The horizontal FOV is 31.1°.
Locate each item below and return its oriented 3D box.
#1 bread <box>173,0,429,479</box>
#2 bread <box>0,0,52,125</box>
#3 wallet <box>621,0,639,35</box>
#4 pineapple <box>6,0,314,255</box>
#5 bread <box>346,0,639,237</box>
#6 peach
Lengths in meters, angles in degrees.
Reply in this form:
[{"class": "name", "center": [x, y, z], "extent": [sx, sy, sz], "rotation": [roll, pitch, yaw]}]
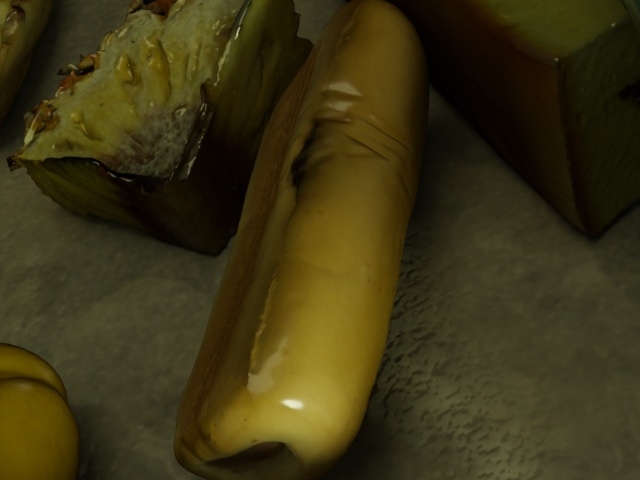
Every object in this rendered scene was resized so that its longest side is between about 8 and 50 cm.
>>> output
[{"class": "bread", "center": [0.000, 0.000, 0.658], "extent": [0.091, 0.142, 0.305], "rotation": [21, 54, -9]}, {"class": "bread", "center": [-0.336, -0.160, 0.984], "extent": [0.210, 0.099, 0.235], "rotation": [-14, 41, 12]}, {"class": "wallet", "center": [0.246, -0.208, 0.638], "extent": [0.083, 0.252, 0.360], "rotation": [-15, 40, 46]}, {"class": "pineapple", "center": [-0.101, -0.078, 0.798], "extent": [0.236, 0.114, 0.186], "rotation": [-34, 44, 8]}, {"class": "bread", "center": [0.085, -0.158, 0.738], "extent": [0.077, 0.138, 0.361], "rotation": [-31, 44, -5]}, {"class": "peach", "center": [-0.216, 0.134, 0.651], "extent": [0.179, 0.103, 0.179], "rotation": [-12, 45, 13]}]
